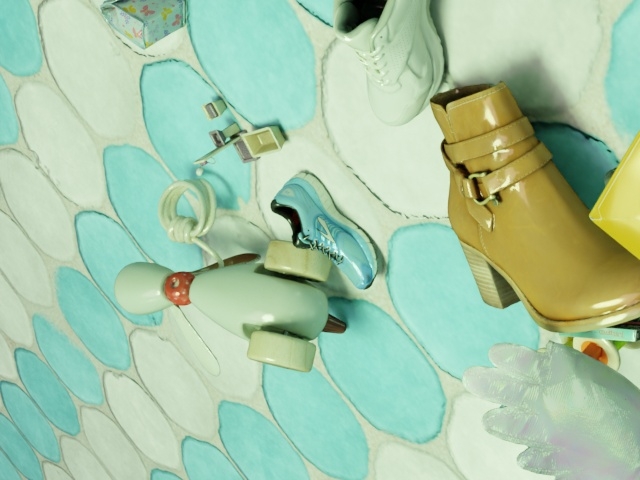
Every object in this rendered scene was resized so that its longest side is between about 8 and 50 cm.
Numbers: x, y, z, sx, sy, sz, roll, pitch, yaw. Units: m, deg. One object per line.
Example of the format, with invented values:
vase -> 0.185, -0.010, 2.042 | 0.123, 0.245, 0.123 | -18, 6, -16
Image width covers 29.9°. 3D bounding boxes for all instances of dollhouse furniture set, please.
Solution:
dollhouse furniture set -> -0.110, -0.122, 1.440 | 0.114, 0.081, 0.091 | -8, 114, 55

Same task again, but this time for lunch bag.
lunch bag -> -0.216, -0.279, 1.441 | 0.083, 0.071, 0.053 | 37, 145, 27

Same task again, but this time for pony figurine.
pony figurine -> 0.265, 0.289, 1.057 | 0.302, 0.351, 0.363 | -63, 26, 20

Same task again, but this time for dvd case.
dvd case -> 0.287, 0.074, 1.083 | 0.087, 0.119, 0.013 | -1, 97, 52

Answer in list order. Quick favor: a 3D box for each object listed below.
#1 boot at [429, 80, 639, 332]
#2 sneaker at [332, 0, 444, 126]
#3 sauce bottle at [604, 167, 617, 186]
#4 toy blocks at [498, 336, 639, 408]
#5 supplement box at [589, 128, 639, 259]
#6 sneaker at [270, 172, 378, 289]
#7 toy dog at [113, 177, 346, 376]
boot -> 0.204, -0.042, 1.083 | 0.283, 0.109, 0.220 | 16, 126, 68
sneaker -> 0.053, -0.197, 1.128 | 0.090, 0.115, 0.232 | 31, 141, 32
sauce bottle -> 0.293, -0.065, 1.012 | 0.042, 0.042, 0.128 | 55, 147, -2
toy blocks -> 0.236, 0.130, 1.168 | 0.054, 0.148, 0.123 | 53, 148, 1
supplement box -> 0.305, -0.040, 0.700 | 0.191, 0.194, 0.129 | 42, 145, 19
sneaker -> 0.000, 0.000, 1.421 | 0.162, 0.073, 0.063 | 48, 147, 9
toy dog -> -0.098, 0.078, 1.553 | 0.334, 0.220, 0.161 | 31, 180, 39
